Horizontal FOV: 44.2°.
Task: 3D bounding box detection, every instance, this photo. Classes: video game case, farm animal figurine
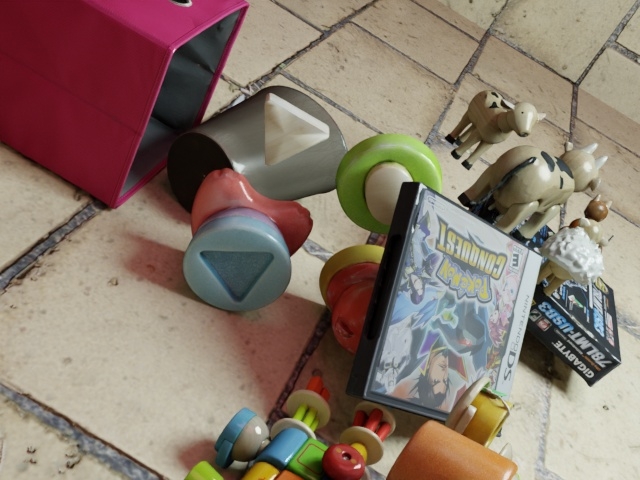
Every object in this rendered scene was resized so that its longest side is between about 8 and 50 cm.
[{"bbox_3d":[0.162,0.093,0.952,0.275,0.248,0.035,25,-13,-41],"label":"video game case"},{"bbox_3d":[0.328,-0.103,1.195,0.330,0.172,0.327,47,27,9],"label":"farm animal figurine"}]

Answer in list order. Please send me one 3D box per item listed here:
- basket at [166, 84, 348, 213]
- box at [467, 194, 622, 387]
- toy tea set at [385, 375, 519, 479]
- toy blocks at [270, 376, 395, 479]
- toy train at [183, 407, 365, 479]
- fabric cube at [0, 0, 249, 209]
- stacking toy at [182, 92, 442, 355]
[{"bbox_3d":[-0.101,-0.122,1.149,0.204,0.154,0.227,40,37,16],"label":"basket"},{"bbox_3d":[0.353,0.053,1.274,0.293,0.073,0.295,45,26,-1],"label":"box"},{"bbox_3d":[0.148,0.253,0.780,0.124,0.200,0.336,33,21,21],"label":"toy tea set"},{"bbox_3d":[0.023,0.200,0.894,0.123,0.054,0.148,34,32,3],"label":"toy blocks"},{"bbox_3d":[-0.072,0.255,0.709,0.143,0.105,0.248,28,31,15],"label":"toy train"},{"bbox_3d":[-0.290,-0.249,1.058,0.258,0.259,0.254,31,33,1],"label":"fabric cube"},{"bbox_3d":[0.000,0.000,0.946,0.309,0.279,0.130,18,33,-12],"label":"stacking toy"}]
